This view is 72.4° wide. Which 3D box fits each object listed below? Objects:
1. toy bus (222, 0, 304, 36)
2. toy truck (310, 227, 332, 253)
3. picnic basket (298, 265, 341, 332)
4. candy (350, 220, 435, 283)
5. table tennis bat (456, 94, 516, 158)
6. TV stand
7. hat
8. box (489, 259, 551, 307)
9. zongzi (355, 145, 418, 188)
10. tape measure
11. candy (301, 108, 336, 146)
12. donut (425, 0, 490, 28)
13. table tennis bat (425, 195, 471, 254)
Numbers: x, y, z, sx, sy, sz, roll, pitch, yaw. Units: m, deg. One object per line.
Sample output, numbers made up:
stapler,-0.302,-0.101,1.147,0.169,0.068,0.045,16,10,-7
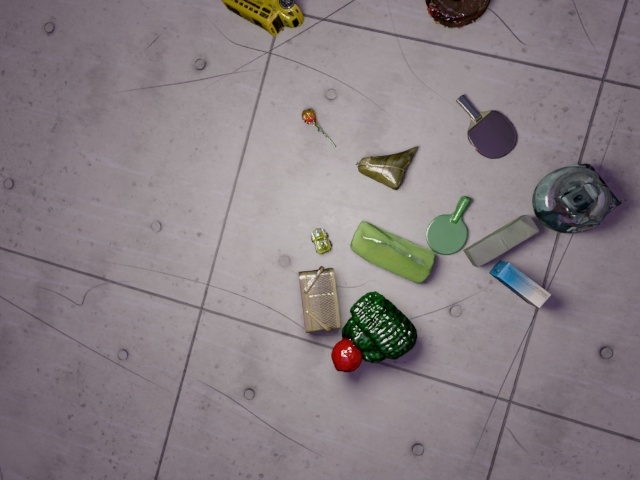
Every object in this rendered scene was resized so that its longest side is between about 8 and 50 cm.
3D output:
toy bus,-0.236,-0.961,1.804,0.331,0.145,0.151,32,94,8
toy truck,0.000,0.000,1.806,0.076,0.077,0.111,-23,87,6
picnic basket,-0.006,0.234,1.754,0.139,0.165,0.266,-7,89,-4
candy,0.289,0.048,1.756,0.344,0.132,0.142,26,135,8
table tennis bat,0.656,-0.462,1.761,0.173,0.022,0.301,-41,87,5
TV stand,0.709,0.002,1.721,0.270,0.088,0.082,-32,87,6
hat,0.183,0.384,1.694,0.332,0.242,0.274,-41,77,-7
box,0.765,0.165,1.688,0.194,0.139,0.073,38,95,5
zongzi,0.265,-0.333,1.771,0.205,0.094,0.204,27,89,6
tape measure,0.962,-0.160,1.664,0.275,0.147,0.256,-36,85,4
candy,-0.002,-0.466,1.827,0.060,0.060,0.201,-42,93,5
donut,0.543,-0.972,1.736,0.270,0.103,0.269,0,87,7
table tennis bat,0.532,-0.063,1.769,0.161,0.039,0.256,28,98,6
